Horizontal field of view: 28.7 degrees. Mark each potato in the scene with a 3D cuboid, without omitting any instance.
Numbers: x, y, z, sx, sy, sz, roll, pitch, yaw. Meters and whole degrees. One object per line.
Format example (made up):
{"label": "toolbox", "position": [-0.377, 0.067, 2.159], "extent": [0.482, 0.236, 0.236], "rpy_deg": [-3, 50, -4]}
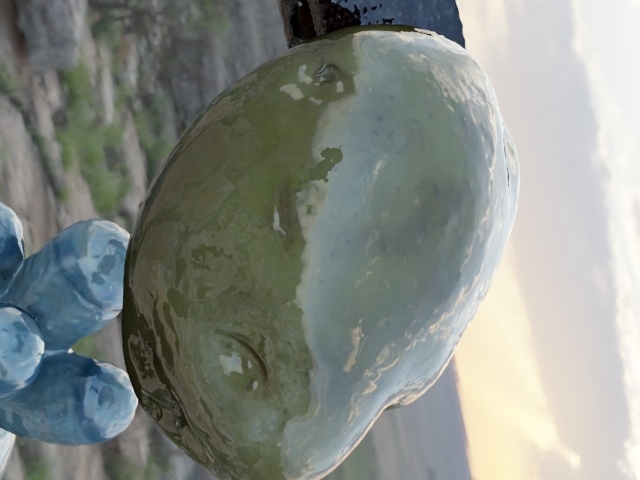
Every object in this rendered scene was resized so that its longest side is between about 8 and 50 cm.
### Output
{"label": "potato", "position": [0.000, 0.000, 0.817], "extent": [0.326, 0.221, 0.243], "rpy_deg": [-55, 154, -10]}

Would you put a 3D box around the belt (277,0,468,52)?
{"label": "belt", "position": [0.044, -0.216, 1.053], "extent": [0.184, 0.164, 0.289], "rpy_deg": [-127, -161, -67]}

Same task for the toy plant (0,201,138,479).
{"label": "toy plant", "position": [-0.289, 0.098, 1.121], "extent": [0.247, 0.332, 0.247], "rpy_deg": [48, 19, -22]}
